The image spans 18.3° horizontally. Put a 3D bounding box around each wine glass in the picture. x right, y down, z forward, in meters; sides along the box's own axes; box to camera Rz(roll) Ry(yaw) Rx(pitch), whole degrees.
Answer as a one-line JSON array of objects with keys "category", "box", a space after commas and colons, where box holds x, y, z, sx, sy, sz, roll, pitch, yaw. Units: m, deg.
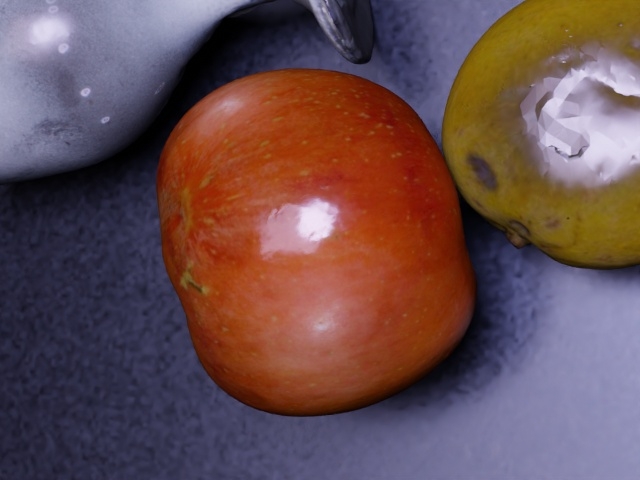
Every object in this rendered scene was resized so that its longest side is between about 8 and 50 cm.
[{"category": "wine glass", "box": [-0.100, -0.107, 0.989, 0.241, 0.126, 0.126, -16, 79, 14]}]

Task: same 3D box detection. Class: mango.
[{"category": "mango", "box": [0.151, -0.062, 0.910, 0.195, 0.098, 0.137, -24, 73, 11]}]

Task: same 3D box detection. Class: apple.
[{"category": "apple", "box": [0.000, 0.000, 0.925, 0.139, 0.163, 0.163, -15, 79, 8]}]
